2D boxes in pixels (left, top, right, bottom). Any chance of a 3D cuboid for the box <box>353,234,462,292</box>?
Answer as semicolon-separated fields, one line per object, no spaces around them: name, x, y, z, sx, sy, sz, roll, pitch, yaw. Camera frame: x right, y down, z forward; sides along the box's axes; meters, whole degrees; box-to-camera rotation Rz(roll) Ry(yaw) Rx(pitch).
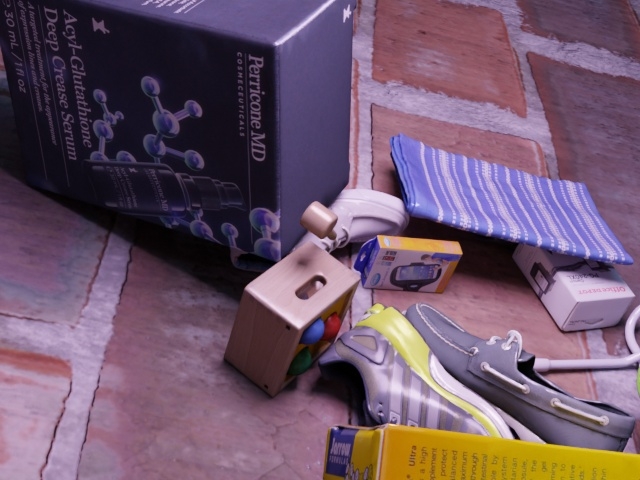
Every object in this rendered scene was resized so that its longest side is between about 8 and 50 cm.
box;0.116;0.033;1.291;0.136;0.081;0.028;3;45;-18

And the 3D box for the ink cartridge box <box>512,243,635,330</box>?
ink cartridge box;0.368;0.053;1.380;0.109;0.063;0.150;-3;45;-26

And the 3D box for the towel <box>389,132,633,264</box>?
towel;0.269;-0.064;1.388;0.336;0.040;0.243;13;27;-10

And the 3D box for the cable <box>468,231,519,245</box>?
cable;0.288;-0.048;1.471;0.184;0.047;0.151;-1;45;-21

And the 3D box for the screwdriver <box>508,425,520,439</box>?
screwdriver;0.251;0.251;1.160;0.170;0.024;0.025;43;75;15

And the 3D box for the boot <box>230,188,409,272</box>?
boot;0.000;0.000;1.287;0.258;0.095;0.123;1;50;-8

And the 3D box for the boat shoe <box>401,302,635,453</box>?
boat shoe;0.235;0.161;1.155;0.319;0.099;0.116;39;20;26

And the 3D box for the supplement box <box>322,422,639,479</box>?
supplement box;0.189;0.291;0.904;0.356;0.194;0.195;9;77;-11

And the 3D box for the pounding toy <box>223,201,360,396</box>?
pounding toy;-0.004;0.056;1.124;0.094;0.206;0.181;36;43;17

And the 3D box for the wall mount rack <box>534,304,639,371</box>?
wall mount rack;0.452;0.203;1.216;0.304;0.130;0.350;-26;48;6

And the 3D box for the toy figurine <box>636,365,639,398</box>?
toy figurine;0.448;0.118;1.101;0.173;0.159;0.130;-33;49;-4

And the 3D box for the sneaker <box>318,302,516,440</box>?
sneaker;0.113;0.211;1.099;0.121;0.111;0.300;-30;57;-24

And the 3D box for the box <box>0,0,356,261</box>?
box;-0.175;-0.191;1.192;0.395;0.294;0.212;16;39;20
